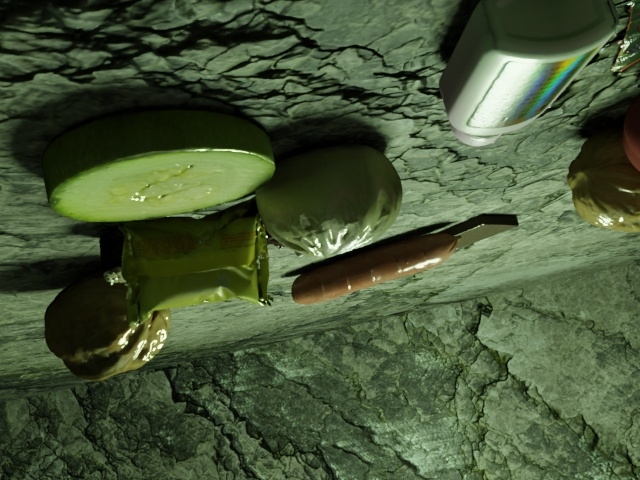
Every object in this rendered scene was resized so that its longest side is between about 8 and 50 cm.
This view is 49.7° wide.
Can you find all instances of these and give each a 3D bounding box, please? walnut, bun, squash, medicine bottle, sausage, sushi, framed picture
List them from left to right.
[{"bbox_3d":[-0.374,0.148,1.218,0.245,0.198,0.198,-22,164,25],"label":"walnut"},{"bbox_3d":[-0.257,0.024,1.039,0.150,0.078,0.090,-1,163,-42],"label":"sushi"},{"bbox_3d":[-0.175,-0.073,0.768,0.252,0.048,0.252,-12,167,-3],"label":"squash"},{"bbox_3d":[0.019,-0.042,0.903,0.179,0.127,0.193,-19,167,22],"label":"bun"},{"bbox_3d":[0.106,0.062,1.507,0.433,0.087,0.088,-21,164,29],"label":"sausage"},{"bbox_3d":[0.323,-0.017,1.496,0.128,0.023,0.168,0,162,-40],"label":"framed picture"},{"bbox_3d":[0.178,-0.157,0.658,0.115,0.078,0.219,-12,167,-7],"label":"medicine bottle"},{"bbox_3d":[0.446,-0.090,1.010,0.184,0.155,0.155,3,162,-24],"label":"walnut"}]

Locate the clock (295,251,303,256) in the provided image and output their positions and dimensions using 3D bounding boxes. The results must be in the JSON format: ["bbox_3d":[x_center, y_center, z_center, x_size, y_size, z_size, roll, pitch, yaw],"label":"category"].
[{"bbox_3d":[0.000,0.000,1.244,0.087,0.041,0.129,-11,172,-20],"label":"clock"}]

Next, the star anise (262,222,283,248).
[{"bbox_3d":[-0.085,-0.009,1.104,0.212,0.053,0.157,-22,163,30],"label":"star anise"}]

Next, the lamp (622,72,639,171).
[{"bbox_3d":[0.439,-0.153,0.807,0.182,0.140,0.182,-23,156,-11],"label":"lamp"}]

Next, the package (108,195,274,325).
[{"bbox_3d":[-0.174,0.026,0.965,0.226,0.168,0.090,-6,-171,-14],"label":"package"}]

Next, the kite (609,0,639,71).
[{"bbox_3d":[0.347,-0.236,0.625,0.234,0.016,0.321,-17,167,13],"label":"kite"}]
